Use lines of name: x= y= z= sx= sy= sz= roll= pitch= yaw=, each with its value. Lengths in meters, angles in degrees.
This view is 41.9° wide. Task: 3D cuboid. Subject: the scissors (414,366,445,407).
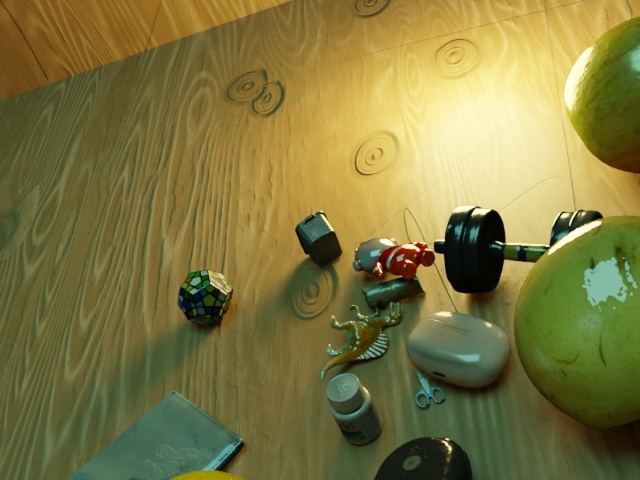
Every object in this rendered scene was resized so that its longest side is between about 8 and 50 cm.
scissors: x=0.201 y=0.273 z=1.617 sx=0.058 sy=0.014 sz=0.119 roll=-16 pitch=40 yaw=0

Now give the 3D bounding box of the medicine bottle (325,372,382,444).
medicine bottle: x=0.060 y=0.312 z=1.552 sx=0.080 sy=0.130 sz=0.080 roll=-15 pitch=39 yaw=13

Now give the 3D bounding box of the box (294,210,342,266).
box: x=0.000 y=0.000 z=1.967 sx=0.084 sy=0.122 sz=0.069 roll=-33 pitch=50 yaw=-8

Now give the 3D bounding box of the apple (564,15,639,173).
apple: x=0.694 y=-0.304 z=1.783 sx=0.339 sy=0.340 sz=0.340 roll=-15 pitch=39 yaw=12

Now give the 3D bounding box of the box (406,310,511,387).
box: x=0.263 y=0.206 z=1.599 sx=0.200 sy=0.088 sz=0.146 roll=14 pitch=45 yaw=36

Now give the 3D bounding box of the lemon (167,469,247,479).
lemon: x=-0.196 y=0.526 z=1.299 sx=0.335 sy=0.336 sz=0.336 roll=-15 pitch=39 yaw=12

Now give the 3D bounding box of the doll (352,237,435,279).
doll: x=0.147 y=0.038 z=1.844 sx=0.142 sy=0.076 sz=0.245 roll=-30 pitch=18 yaw=-26

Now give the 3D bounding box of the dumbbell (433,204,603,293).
dumbbell: x=0.406 y=0.025 z=1.662 sx=0.388 sy=0.185 sz=0.185 roll=4 pitch=46 yaw=33

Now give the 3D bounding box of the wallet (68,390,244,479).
wallet: x=-0.323 y=0.450 z=1.663 sx=0.251 sy=0.054 sz=0.290 roll=26 pitch=55 yaw=40

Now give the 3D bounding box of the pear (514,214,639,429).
pear: x=0.490 y=0.137 z=1.370 sx=0.348 sy=0.348 sz=0.348 roll=-15 pitch=39 yaw=12

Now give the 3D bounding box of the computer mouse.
computer mouse: x=0.153 y=0.447 z=1.331 sx=0.182 sy=0.116 sz=0.323 roll=-25 pitch=18 yaw=33

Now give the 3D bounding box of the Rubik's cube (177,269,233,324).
Rubik's cube: x=-0.269 y=0.133 z=1.956 sx=0.133 sy=0.133 sz=0.111 roll=16 pitch=26 yaw=40

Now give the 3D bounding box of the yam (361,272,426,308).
yam: x=0.157 y=0.109 z=1.803 sx=0.132 sy=0.054 sz=0.054 roll=-18 pitch=38 yaw=7

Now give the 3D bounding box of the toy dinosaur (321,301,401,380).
toy dinosaur: x=0.085 y=0.214 z=1.734 sx=0.142 sy=0.057 sz=0.212 roll=8 pitch=57 yaw=9
